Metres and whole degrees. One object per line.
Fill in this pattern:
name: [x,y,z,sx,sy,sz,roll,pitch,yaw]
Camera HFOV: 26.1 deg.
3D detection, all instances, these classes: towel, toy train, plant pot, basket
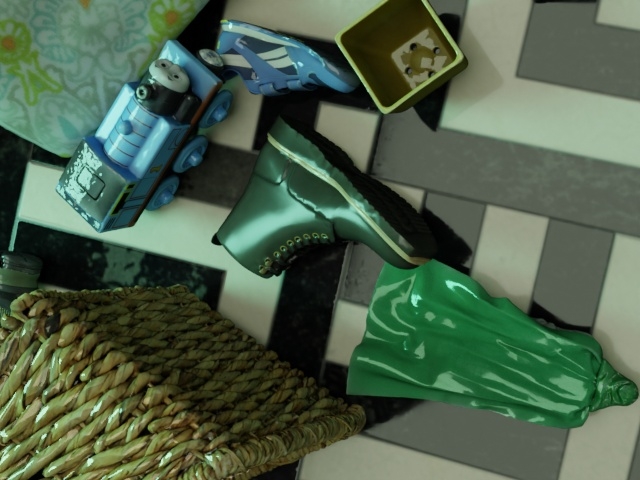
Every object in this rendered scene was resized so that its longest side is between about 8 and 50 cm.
towel: [-0.226,-0.274,1.142,0.374,0.320,0.090,-47,35,15]
toy train: [-0.151,-0.090,1.215,0.080,0.105,0.184,43,116,14]
plant pot: [0.076,-0.157,1.160,0.081,0.083,0.081,-35,79,16]
basket: [-0.139,0.179,1.115,0.223,0.299,0.213,34,100,16]

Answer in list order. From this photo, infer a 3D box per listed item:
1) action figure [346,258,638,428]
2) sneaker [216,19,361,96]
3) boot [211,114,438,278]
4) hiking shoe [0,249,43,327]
action figure: [0.149,0.096,1.143,0.232,0.063,0.137,17,93,22]
sneaker: [-0.030,-0.150,1.215,0.144,0.053,0.059,22,98,25]
boot: [0.000,0.000,1.186,0.198,0.077,0.137,44,109,38]
hiking shoe: [-0.372,0.069,1.309,0.227,0.086,0.114,-4,85,18]
